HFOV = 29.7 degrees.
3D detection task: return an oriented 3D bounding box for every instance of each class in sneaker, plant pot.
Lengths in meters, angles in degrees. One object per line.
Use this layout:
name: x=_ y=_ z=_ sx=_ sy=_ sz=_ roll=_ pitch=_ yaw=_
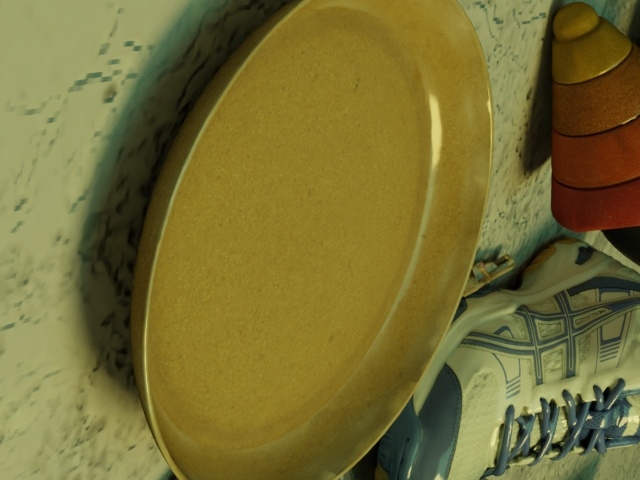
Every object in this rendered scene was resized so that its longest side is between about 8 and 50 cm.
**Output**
sneaker: x=0.155 y=0.090 z=0.783 sx=0.296 sy=0.131 sz=0.112 roll=-33 pitch=142 yaw=-43
plant pot: x=0.000 y=0.000 z=0.513 sx=0.236 sy=0.032 sz=0.236 roll=-31 pitch=131 yaw=-43

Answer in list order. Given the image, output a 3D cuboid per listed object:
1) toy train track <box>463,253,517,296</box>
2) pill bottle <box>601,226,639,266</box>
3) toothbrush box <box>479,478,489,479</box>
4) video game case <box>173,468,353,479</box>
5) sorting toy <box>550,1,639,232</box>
toy train track: x=0.102 y=0.018 z=0.749 sx=0.048 sy=0.014 sz=0.083 roll=-31 pitch=176 yaw=26
pill bottle: x=0.303 y=-0.080 z=0.900 sx=0.219 sy=0.123 sz=0.123 roll=-50 pitch=150 yaw=-16
toothbrush box: x=0.039 y=0.288 z=0.701 sx=0.283 sy=0.122 sz=0.206 roll=-18 pitch=131 yaw=-53
video game case: x=-0.072 y=0.201 z=0.591 sx=0.274 sy=0.026 sz=0.196 roll=-47 pitch=148 yaw=-29
sorting toy: x=0.240 y=-0.163 z=0.786 sx=0.365 sy=0.127 sz=0.126 roll=-49 pitch=120 yaw=-33
